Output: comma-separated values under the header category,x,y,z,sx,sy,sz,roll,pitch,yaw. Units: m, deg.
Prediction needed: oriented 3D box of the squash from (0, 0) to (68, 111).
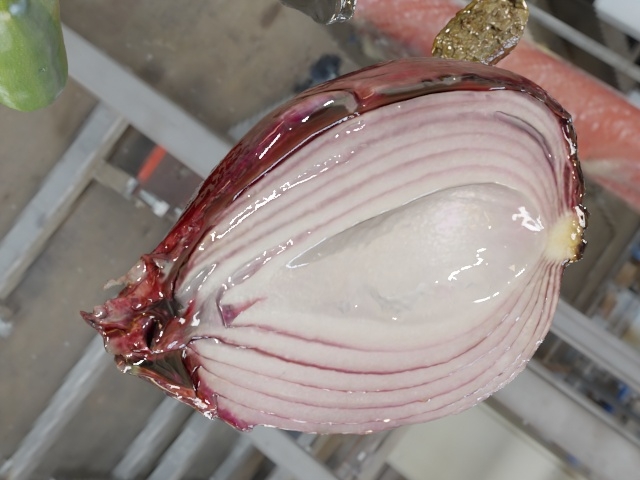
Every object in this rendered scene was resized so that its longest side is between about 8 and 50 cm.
category,x,y,z,sx,sy,sz,roll,pitch,yaw
squash,-0.286,-0.201,1.136,0.101,0.101,0.379,-50,179,-10

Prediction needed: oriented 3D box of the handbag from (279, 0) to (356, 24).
category,x,y,z,sx,sy,sz,roll,pitch,yaw
handbag,-0.036,-0.385,1.506,0.075,0.332,0.192,-6,115,-27

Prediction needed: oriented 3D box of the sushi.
category,x,y,z,sx,sy,sz,roll,pitch,yaw
sushi,0.149,-0.194,1.156,0.120,0.052,0.055,-36,163,7

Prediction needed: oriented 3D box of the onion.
category,x,y,z,sx,sy,sz,roll,pitch,yaw
onion,0.000,0.000,0.677,0.283,0.120,0.227,-9,123,-24
